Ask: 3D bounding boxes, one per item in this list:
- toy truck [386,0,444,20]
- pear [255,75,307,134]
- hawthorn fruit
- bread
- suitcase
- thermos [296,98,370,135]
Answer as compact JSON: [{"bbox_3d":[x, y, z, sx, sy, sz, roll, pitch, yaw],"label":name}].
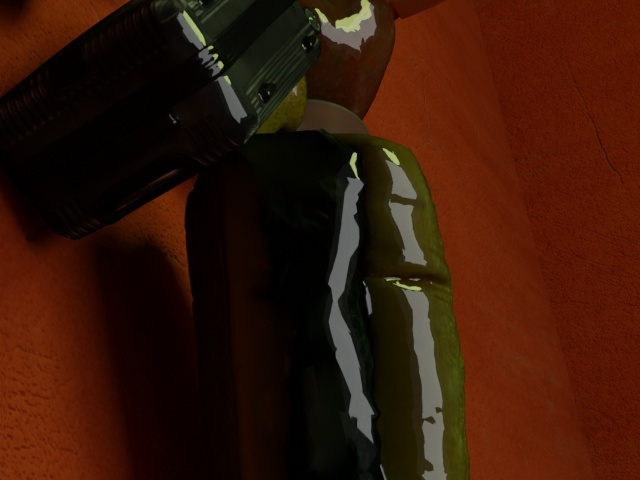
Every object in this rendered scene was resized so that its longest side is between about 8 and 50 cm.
[{"bbox_3d":[0.080,-0.407,1.812,0.265,0.239,0.189,43,33,-55],"label":"toy truck"},{"bbox_3d":[-0.089,-0.139,1.256,0.104,0.141,0.141,-6,77,-43],"label":"pear"},{"bbox_3d":[-0.019,-0.175,1.432,0.199,0.199,0.251,-77,169,-57],"label":"hawthorn fruit"},{"bbox_3d":[0.002,0.090,1.061,0.251,0.208,0.377,150,-68,-66],"label":"bread"},{"bbox_3d":[-0.122,-0.131,1.041,0.128,0.202,0.312,56,22,-13],"label":"suitcase"},{"bbox_3d":[0.000,0.000,1.307,0.146,0.176,0.265,49,28,-48],"label":"thermos"}]
